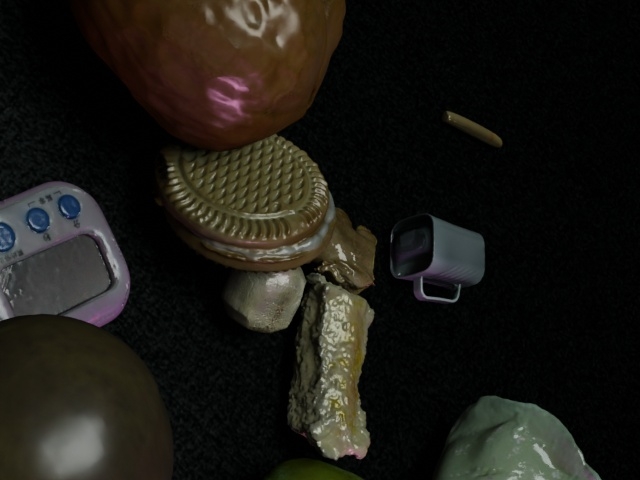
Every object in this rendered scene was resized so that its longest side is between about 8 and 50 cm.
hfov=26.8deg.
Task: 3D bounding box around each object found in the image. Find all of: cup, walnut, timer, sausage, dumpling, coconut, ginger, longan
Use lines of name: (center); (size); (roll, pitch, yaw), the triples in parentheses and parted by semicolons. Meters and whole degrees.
cup: (0.180, 0.035, 2.066); (0.129, 0.095, 0.128); (15, 67, -38)
walnut: (-0.151, -0.315, 1.751); (0.398, 0.308, 0.354); (52, 20, -1)
timer: (-0.341, 0.035, 1.637); (0.208, 0.069, 0.190); (-27, 95, -43)
sausage: (0.257, -0.186, 2.251); (0.132, 0.024, 0.024); (21, 63, -33)
dumpling: (0.278, 0.406, 1.971); (0.270, 0.212, 0.320); (-20, 106, -7)
coconut: (-0.071, 0.059, 1.822); (0.110, 0.110, 0.124); (20, 104, -35)
ginger: (0.000, -0.003, 1.939); (0.213, 0.074, 0.137); (25, 39, -31)
longan: (-0.312, 0.239, 1.454); (0.319, 0.319, 0.318); (14, 67, -37)

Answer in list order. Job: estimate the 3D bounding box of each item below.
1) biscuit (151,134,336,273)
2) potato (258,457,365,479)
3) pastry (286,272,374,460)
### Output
biscuit: (-0.101, -0.061, 1.798); (0.259, 0.079, 0.259); (10, 42, -9)
potato: (-0.037, 0.418, 1.686); (0.216, 0.216, 0.304); (43, 43, -22)
pastry: (0.018, 0.184, 1.882); (0.121, 0.089, 0.258); (16, 67, -31)
